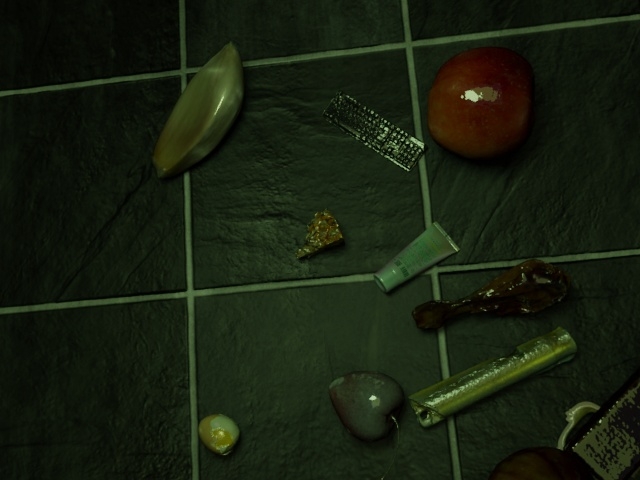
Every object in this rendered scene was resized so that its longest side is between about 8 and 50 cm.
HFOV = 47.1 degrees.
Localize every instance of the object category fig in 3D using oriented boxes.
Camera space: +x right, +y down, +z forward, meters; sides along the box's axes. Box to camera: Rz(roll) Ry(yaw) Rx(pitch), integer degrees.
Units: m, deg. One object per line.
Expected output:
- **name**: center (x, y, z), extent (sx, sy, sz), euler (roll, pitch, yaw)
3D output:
- **fig**: center (0.384, 0.470, 1.232), extent (0.214, 0.235, 0.235), euler (-42, 72, 35)

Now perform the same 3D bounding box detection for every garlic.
- **garlic**: center (-0.246, -0.261, 1.540), extent (0.143, 0.112, 0.318), euler (38, 89, 36)

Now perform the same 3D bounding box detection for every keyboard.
- **keyboard**: center (0.111, -0.231, 1.537), extent (0.231, 0.023, 0.072), euler (35, 85, 13)

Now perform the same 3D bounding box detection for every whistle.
- **whistle**: center (0.323, 0.255, 1.375), extent (0.326, 0.057, 0.068), euler (-25, 75, 0)

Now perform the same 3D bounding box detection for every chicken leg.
- **chicken leg**: center (0.320, 0.105, 1.389), extent (0.304, 0.113, 0.093), euler (-14, 54, 6)

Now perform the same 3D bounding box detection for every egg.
- **egg**: center (-0.195, 0.367, 1.401), extent (0.083, 0.071, 0.071), euler (31, 82, 15)

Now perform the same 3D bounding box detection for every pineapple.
- **pineapple**: center (0.000, 0.000, 1.481), extent (0.114, 0.077, 0.114), euler (-39, 40, 7)

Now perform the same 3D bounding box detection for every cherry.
- **cherry**: center (0.073, 0.330, 1.360), extent (0.148, 0.115, 0.188), euler (26, 86, -7)

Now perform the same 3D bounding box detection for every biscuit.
- **biscuit**: center (0.553, 0.323, 1.301), extent (0.252, 0.070, 0.106), euler (-44, 75, -6)

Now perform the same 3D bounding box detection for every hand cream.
- **hand cream**: center (0.187, 0.038, 1.456), extent (0.174, 0.047, 0.076), euler (-35, 75, -12)

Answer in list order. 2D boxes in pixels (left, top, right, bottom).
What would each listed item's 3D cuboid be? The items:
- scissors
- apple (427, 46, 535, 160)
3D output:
- **scissors**: center (0.561, 0.325, 1.349), extent (0.317, 0.024, 0.160), euler (-44, 74, -5)
- **apple**: center (0.314, -0.262, 1.423), extent (0.201, 0.218, 0.219), euler (9, 77, 16)
